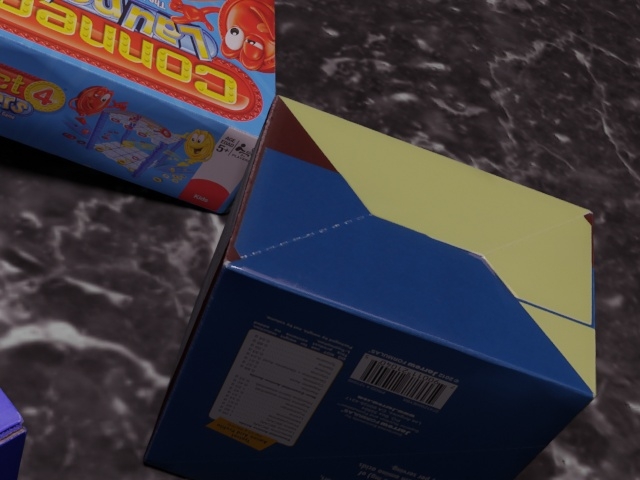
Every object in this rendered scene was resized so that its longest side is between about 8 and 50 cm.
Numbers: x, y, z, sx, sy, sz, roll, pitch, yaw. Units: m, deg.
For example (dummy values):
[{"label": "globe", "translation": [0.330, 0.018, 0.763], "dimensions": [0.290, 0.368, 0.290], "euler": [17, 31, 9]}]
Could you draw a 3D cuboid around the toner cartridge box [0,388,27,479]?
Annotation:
[{"label": "toner cartridge box", "translation": [-0.288, 0.024, 0.549], "dimensions": [0.075, 0.165, 0.348], "euler": [-29, 67, -39]}]

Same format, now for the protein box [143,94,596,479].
[{"label": "protein box", "translation": [0.025, 0.060, 0.627], "dimensions": [0.200, 0.201, 0.136], "euler": [20, 47, -7]}]

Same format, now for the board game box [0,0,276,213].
[{"label": "board game box", "translation": [-0.184, -0.202, 0.796], "dimensions": [0.308, 0.086, 0.302], "euler": [19, 45, -25]}]
